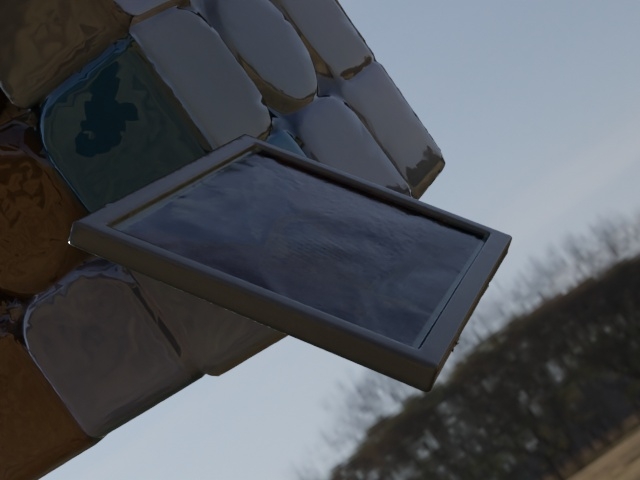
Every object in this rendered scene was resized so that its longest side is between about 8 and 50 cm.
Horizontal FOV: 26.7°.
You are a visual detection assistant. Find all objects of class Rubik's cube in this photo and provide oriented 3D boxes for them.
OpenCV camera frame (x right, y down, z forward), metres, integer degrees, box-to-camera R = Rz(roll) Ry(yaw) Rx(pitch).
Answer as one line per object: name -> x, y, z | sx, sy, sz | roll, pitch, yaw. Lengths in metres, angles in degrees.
Rubik's cube -> -0.160, -0.068, 1.083 | 0.344, 0.347, 0.346 | -31, 5, 28

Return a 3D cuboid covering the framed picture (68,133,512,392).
framed picture -> 0.000, 0.000, 0.717 | 0.250, 0.184, 0.016 | -38, -31, -69
